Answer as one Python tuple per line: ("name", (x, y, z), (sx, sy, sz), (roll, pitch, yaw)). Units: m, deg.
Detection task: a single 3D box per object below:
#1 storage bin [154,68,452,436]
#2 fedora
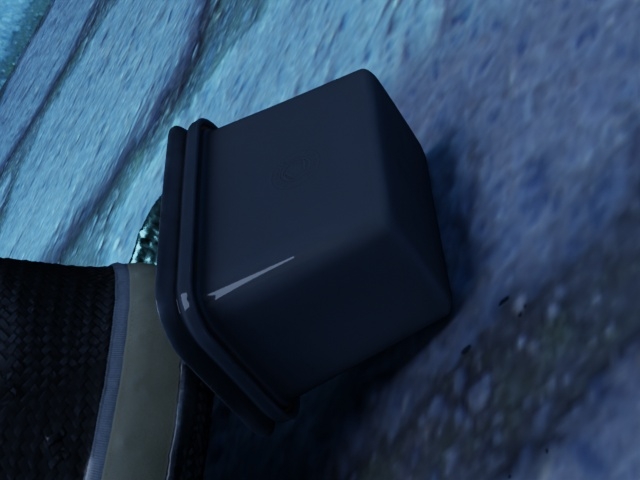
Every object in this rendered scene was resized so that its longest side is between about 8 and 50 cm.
("storage bin", (0.000, 0.000, 0.477), (0.091, 0.098, 0.135), (-25, 37, 18))
("fedora", (-0.157, 0.124, 0.536), (0.334, 0.153, 0.334), (-166, 90, -74))
